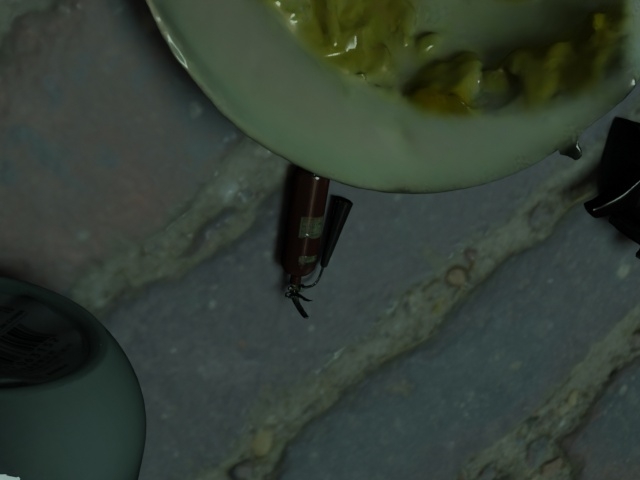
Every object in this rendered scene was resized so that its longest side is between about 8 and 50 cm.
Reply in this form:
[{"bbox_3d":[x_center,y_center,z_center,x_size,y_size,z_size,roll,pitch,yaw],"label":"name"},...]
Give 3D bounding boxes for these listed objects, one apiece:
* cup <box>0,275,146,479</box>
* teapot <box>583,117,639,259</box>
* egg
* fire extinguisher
[{"bbox_3d":[-0.212,0.183,0.475,0.205,0.205,0.312,7,108,-29],"label":"cup"},{"bbox_3d":[0.278,-0.026,0.689,0.177,0.087,0.096,10,113,-29],"label":"teapot"},{"bbox_3d":[0.032,-0.156,0.463,0.271,0.162,0.206,38,136,-6],"label":"egg"},{"bbox_3d":[-0.004,-0.002,0.598,0.046,0.032,0.100,-25,129,-55],"label":"fire extinguisher"}]
